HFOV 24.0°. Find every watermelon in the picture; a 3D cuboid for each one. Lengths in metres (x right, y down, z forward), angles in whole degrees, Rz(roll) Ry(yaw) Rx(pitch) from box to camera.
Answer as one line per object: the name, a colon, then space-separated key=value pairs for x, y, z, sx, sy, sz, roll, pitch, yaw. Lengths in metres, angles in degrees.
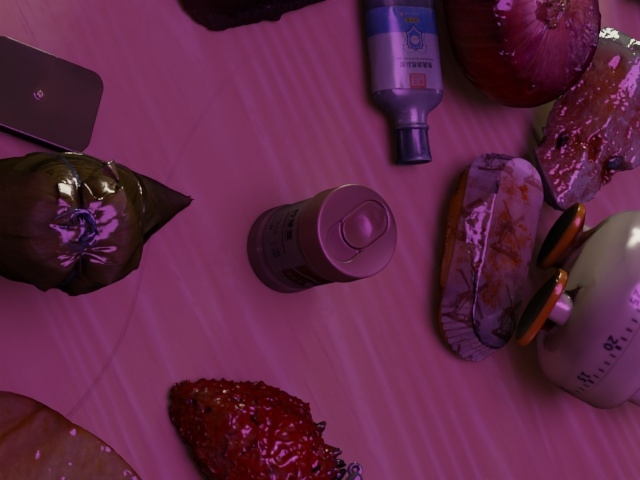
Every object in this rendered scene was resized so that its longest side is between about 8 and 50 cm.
watermelon: x=0.339 y=-0.136 z=1.836 sx=0.241 sy=0.094 sz=0.154 roll=-49 pitch=126 yaw=-18

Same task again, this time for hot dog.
hot dog: x=0.195 y=0.016 z=1.748 sx=0.131 sy=0.069 sz=0.253 roll=23 pitch=73 yaw=-36

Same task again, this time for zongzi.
zongzi: x=-0.187 y=-0.022 z=1.411 sx=0.274 sy=0.251 sz=0.125 roll=-2 pitch=98 yaw=-34

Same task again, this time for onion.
onion: x=0.234 y=-0.280 z=1.766 sx=0.248 sy=0.161 sz=0.248 roll=-1 pitch=93 yaw=-29

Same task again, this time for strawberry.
strawberry: x=-0.056 y=0.205 z=1.534 sx=0.140 sy=0.085 sz=0.192 roll=-24 pitch=82 yaw=-29

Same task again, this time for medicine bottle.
medicine bottle: x=0.098 y=-0.192 z=1.727 sx=0.090 sy=0.053 sz=0.209 roll=-1 pitch=83 yaw=-32

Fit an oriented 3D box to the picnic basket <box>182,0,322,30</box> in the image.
picnic basket: x=-0.024 y=-0.356 z=1.619 sx=0.297 sy=0.129 sz=0.223 roll=-23 pitch=106 yaw=-32

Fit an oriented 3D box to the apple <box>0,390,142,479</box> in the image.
apple: x=-0.282 y=0.324 z=1.274 sx=0.365 sy=0.295 sz=0.329 roll=32 pitch=104 yaw=-28

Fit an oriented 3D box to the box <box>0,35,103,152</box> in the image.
box: x=-0.284 y=-0.142 z=1.496 sx=0.126 sy=0.031 sz=0.091 roll=19 pitch=72 yaw=-27

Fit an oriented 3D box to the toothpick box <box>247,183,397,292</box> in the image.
toothpick box: x=0.000 y=0.000 z=1.578 sx=0.098 sy=0.149 sz=0.098 roll=5 pitch=80 yaw=-30

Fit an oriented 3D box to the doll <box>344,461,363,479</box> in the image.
doll: x=0.017 y=0.330 z=1.586 sx=0.104 sy=0.062 sz=0.195 roll=12 pitch=79 yaw=6

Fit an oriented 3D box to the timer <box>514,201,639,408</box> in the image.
timer: x=0.361 y=0.090 z=1.731 sx=0.240 sy=0.233 sz=0.233 roll=28 pitch=67 yaw=-4
